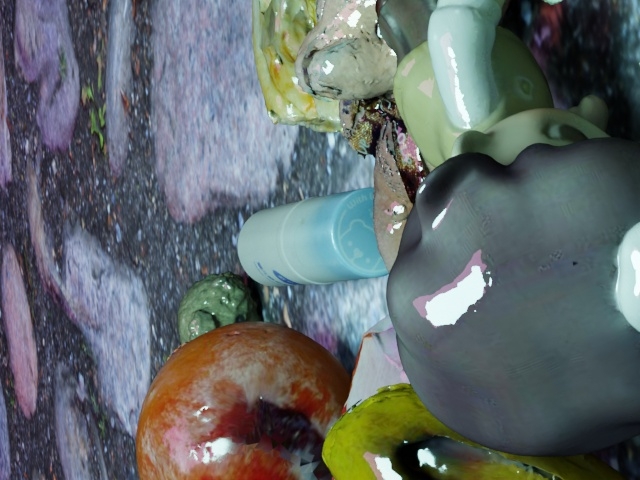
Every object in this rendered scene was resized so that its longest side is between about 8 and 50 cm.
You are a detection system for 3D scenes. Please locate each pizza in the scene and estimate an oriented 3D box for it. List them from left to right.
[{"bbox_3d":[0.014,-0.182,1.572,0.297,0.071,0.189,3,92,63],"label":"pizza"}]

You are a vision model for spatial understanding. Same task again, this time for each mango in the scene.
[{"bbox_3d":[0.114,0.182,1.180,0.156,0.249,0.151,-61,-4,28],"label":"mango"}]

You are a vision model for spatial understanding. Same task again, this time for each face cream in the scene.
[{"bbox_3d":[0.000,0.000,1.629,0.250,0.077,0.077,169,97,-70],"label":"face cream"}]

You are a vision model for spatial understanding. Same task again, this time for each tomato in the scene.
[{"bbox_3d":[-0.057,0.177,1.634,0.184,0.208,0.208,-143,52,-63],"label":"tomato"}]

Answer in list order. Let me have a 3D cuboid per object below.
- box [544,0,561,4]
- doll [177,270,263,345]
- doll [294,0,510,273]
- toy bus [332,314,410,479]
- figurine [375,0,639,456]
[{"bbox_3d":[0.136,-0.307,1.099,0.290,0.166,0.220,108,150,-44],"label":"box"},{"bbox_3d":[-0.110,0.171,1.936,0.203,0.091,0.286,-13,-67,-78],"label":"doll"},{"bbox_3d":[0.052,-0.088,1.383,0.201,0.156,0.303,19,116,51],"label":"doll"},{"bbox_3d":[0.089,0.176,1.348,0.127,0.147,0.302,49,140,49],"label":"toy bus"},{"bbox_3d":[0.143,-0.031,1.137,0.218,0.206,0.365,74,-169,-46],"label":"figurine"}]
